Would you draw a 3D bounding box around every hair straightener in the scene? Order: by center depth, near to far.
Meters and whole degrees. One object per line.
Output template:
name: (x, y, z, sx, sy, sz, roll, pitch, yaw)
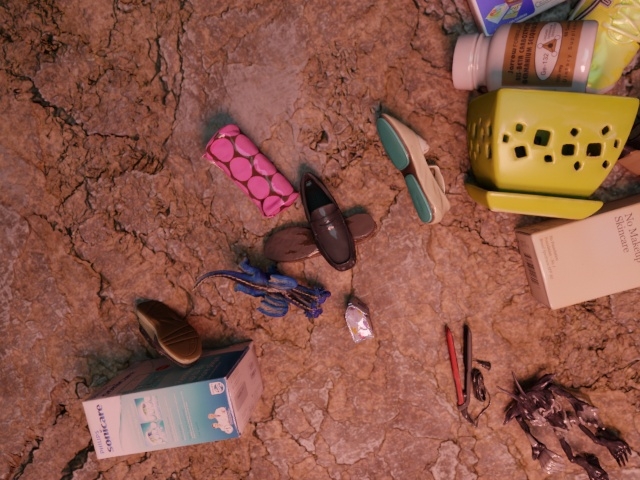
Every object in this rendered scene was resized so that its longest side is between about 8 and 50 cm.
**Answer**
hair straightener: (0.329, 0.291, 0.980, 0.088, 0.047, 0.231, -10, 95, 7)

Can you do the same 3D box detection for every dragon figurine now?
dragon figurine: (-0.102, 0.098, 0.924, 0.144, 0.289, 0.085, 27, 97, 40)

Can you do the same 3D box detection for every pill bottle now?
pill bottle: (0.370, -0.331, 0.843, 0.229, 0.131, 0.131, 11, 97, 27)

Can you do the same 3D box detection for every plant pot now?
plant pot: (0.393, -0.156, 0.844, 0.227, 0.227, 0.208, 7, 102, 4)

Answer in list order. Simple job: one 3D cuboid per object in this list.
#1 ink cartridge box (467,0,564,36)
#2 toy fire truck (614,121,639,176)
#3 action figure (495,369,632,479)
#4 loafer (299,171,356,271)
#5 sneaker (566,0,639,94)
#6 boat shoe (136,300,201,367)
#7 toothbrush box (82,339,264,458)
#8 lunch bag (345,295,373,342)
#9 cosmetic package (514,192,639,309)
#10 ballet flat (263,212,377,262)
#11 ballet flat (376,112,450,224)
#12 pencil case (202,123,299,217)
ink cartridge box: (0.374, -0.530, 0.874, 0.206, 0.045, 0.209, -24, 106, 8)
toy fire truck: (0.688, -0.233, 0.819, 0.158, 0.217, 0.246, 35, 83, 1)
action figure: (0.496, 0.383, 0.930, 0.275, 0.141, 0.164, 36, 99, -3)
loafer: (0.008, -0.041, 0.915, 0.076, 0.078, 0.223, -25, 63, 4)
sneaker: (0.571, -0.457, 0.829, 0.145, 0.147, 0.385, 22, 100, 1)
boat shoe: (-0.329, 0.210, 0.987, 0.223, 0.080, 0.074, 31, 121, 37)
toothbrush box: (-0.291, 0.324, 0.957, 0.295, 0.216, 0.126, -12, 95, 8)
lunch bag: (0.082, 0.166, 0.977, 0.053, 0.071, 0.084, -21, 93, 8)
cosmetic package: (0.568, 0.011, 0.897, 0.309, 0.113, 0.161, -18, 94, 8)
ballet flat: (0.000, 0.000, 0.978, 0.249, 0.058, 0.084, -15, 66, 9)
ballet flat: (0.198, -0.154, 0.938, 0.086, 0.086, 0.249, -25, 95, 7)
pencil case: (-0.145, -0.139, 0.957, 0.098, 0.095, 0.209, -44, 93, 1)
